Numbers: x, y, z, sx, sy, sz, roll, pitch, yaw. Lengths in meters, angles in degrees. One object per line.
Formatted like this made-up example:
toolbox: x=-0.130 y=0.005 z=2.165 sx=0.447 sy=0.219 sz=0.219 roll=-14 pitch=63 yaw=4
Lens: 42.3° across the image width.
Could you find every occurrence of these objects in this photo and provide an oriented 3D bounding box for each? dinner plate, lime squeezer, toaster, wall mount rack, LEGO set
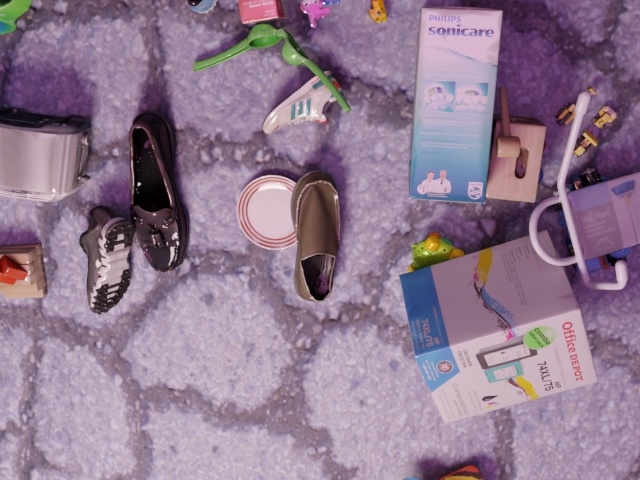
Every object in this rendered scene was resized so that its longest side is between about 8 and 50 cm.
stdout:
dinner plate: x=-0.085 y=-0.052 z=1.532 sx=0.141 sy=0.017 sz=0.141 roll=1 pitch=104 yaw=6
lime squeezer: x=-0.076 y=-0.312 z=1.420 sx=0.310 sy=0.059 sz=0.110 roll=19 pitch=79 yaw=19
toaster: x=-0.529 y=-0.158 z=1.503 sx=0.227 sy=0.129 sz=0.146 roll=7 pitch=107 yaw=4
wall mount rack: x=0.493 y=-0.094 z=1.318 sx=0.350 sy=0.130 sz=0.304 roll=-15 pitch=92 yaw=-25
LEGO set: x=0.071 y=-0.407 z=1.390 sx=0.227 sy=0.087 sz=0.093 roll=-15 pitch=105 yaw=4

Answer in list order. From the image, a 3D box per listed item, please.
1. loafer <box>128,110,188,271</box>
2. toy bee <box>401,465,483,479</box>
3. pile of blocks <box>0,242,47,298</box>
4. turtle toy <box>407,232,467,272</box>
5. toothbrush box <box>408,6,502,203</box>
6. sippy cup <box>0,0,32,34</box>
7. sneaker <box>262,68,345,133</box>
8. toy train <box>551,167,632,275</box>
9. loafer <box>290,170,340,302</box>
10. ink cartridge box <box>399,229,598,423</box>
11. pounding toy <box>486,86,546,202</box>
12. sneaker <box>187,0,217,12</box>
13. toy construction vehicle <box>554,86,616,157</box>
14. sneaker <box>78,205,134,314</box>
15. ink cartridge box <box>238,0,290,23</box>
loafer: x=-0.310 y=-0.081 z=1.511 sx=0.109 sy=0.095 sz=0.303 roll=-2 pitch=104 yaw=8
toy bee: x=0.182 y=0.546 z=1.578 sx=0.298 sy=0.162 sz=0.195 roll=-27 pitch=144 yaw=21
pile of blocks: x=-0.706 y=0.033 z=1.581 sx=0.362 sy=0.112 sz=0.149 roll=22 pitch=106 yaw=2
turtle toy: x=0.223 y=0.035 z=1.490 sx=0.130 sy=0.066 sz=0.095 roll=27 pitch=129 yaw=-3
toothbrush box: x=0.213 y=-0.226 z=1.348 sx=0.126 sy=0.216 sz=0.296 roll=3 pitch=103 yaw=6
sippy cup: x=-0.638 y=-0.476 z=1.397 sx=0.305 sy=0.240 sz=0.224 roll=-2 pitch=95 yaw=-24
sneaker: x=-0.028 y=-0.226 z=1.459 sx=0.161 sy=0.057 sz=0.075 roll=-38 pitch=91 yaw=11
toy train: x=0.469 y=-0.031 z=1.438 sx=0.105 sy=0.080 sz=0.184 roll=-19 pitch=101 yaw=17
loafer: x=0.000 y=0.000 z=1.487 sx=0.094 sy=0.087 sz=0.251 roll=-7 pitch=109 yaw=-15
ink cartridge box: x=0.300 y=0.147 z=1.410 sx=0.270 sy=0.197 sz=0.198 roll=-18 pitch=129 yaw=11
pounding toy: x=0.327 y=-0.157 z=1.355 sx=0.094 sy=0.206 sz=0.181 roll=6 pitch=105 yaw=5
sneaker: x=-0.185 y=-0.465 z=1.409 sx=0.063 sy=0.073 sz=0.162 roll=21 pitch=106 yaw=2
toy construction vehicle: x=0.452 y=-0.202 z=1.417 sx=0.086 sy=0.035 sz=0.098 roll=45 pitch=105 yaw=-5
sneaker: x=-0.411 y=0.031 z=1.566 sx=0.106 sy=0.078 sz=0.234 roll=42 pitch=131 yaw=31
ink cartridge box: x=-0.105 y=-0.466 z=1.376 sx=0.067 sy=0.115 sz=0.198 roll=-7 pitch=104 yaw=10
